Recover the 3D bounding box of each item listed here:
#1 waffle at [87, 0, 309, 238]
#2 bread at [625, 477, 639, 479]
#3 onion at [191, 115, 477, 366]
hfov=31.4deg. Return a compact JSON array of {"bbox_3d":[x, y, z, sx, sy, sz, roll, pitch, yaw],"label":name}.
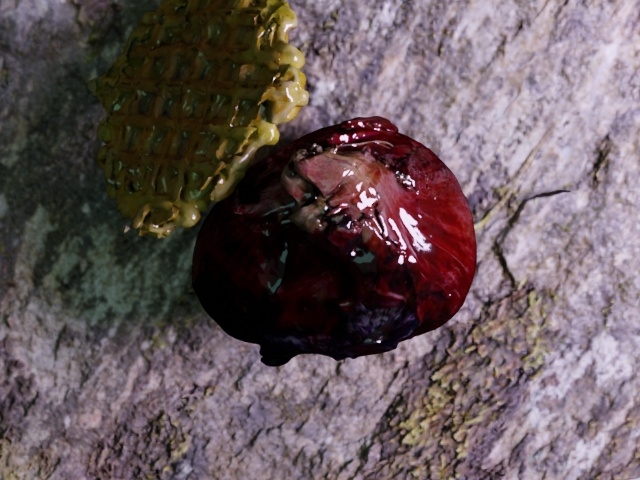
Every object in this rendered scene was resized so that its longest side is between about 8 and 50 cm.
[{"bbox_3d":[-0.119,-0.134,1.048,0.254,0.245,0.052,-43,141,21],"label":"waffle"},{"bbox_3d":[0.329,0.387,1.199,0.107,0.136,0.241,-2,105,5],"label":"bread"},{"bbox_3d":[0.005,0.005,1.069,0.280,0.281,0.221,-10,75,7],"label":"onion"}]
